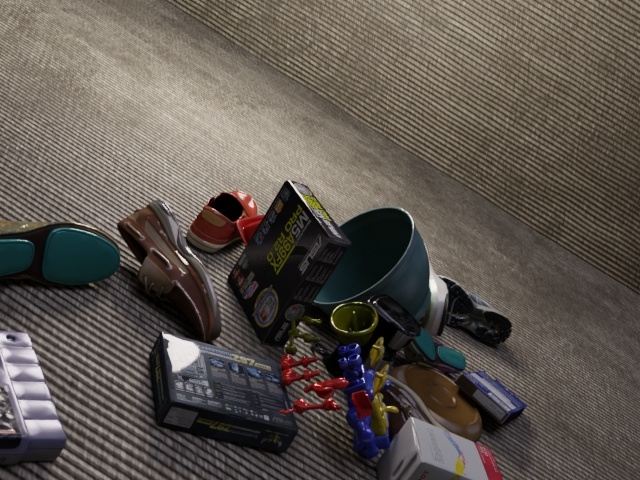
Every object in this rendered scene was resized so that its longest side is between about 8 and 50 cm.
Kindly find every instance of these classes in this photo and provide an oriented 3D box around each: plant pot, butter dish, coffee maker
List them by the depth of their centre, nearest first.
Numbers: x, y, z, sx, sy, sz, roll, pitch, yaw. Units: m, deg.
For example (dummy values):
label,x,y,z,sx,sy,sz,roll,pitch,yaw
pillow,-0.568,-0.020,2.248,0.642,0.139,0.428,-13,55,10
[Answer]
label,x,y,z,sx,sy,sz,roll,pitch,yaw
coffee maker,0.090,0.199,1.736,0.171,0.178,0.120,30,20,-3
plant pot,0.254,0.342,1.843,0.236,0.032,0.236,27,21,-11
plant pot,0.131,0.095,1.942,0.196,0.293,0.293,52,10,-29
butter dish,-0.093,0.000,1.963,0.160,0.118,0.160,65,26,4

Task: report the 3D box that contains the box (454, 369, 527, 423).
label,x,y,z,sx,sy,sz,roll,pitch,yaw
box,0.394,0.355,1.958,0.136,0.036,0.225,41,12,23

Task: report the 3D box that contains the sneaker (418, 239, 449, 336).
label,x,y,z,sx,sy,sz,roll,pitch,yaw
sneaker,0.187,0.087,2.188,0.182,0.158,0.410,8,24,-18

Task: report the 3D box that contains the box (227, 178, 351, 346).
label,x,y,z,sx,sy,sz,roll,pitch,yaw
box,-0.071,0.044,1.737,0.060,0.270,0.216,16,27,-37

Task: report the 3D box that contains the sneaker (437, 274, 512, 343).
label,x,y,z,sx,sy,sz,roll,pitch,yaw
sneaker,0.376,0.180,2.302,0.283,0.110,0.122,34,8,-11

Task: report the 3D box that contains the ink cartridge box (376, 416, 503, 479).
label,x,y,z,sx,sy,sz,roll,pitch,yaw
ink cartridge box,0.205,0.414,1.482,0.176,0.128,0.127,25,22,-16

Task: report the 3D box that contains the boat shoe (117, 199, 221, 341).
label,x,y,z,sx,sy,sz,roll,pitch,yaw
boat shoe,-0.292,0.068,1.636,0.116,0.123,0.324,-22,58,-23

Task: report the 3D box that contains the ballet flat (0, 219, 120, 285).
label,x,y,z,sx,sy,sz,roll,pitch,yaw
ballet flat,-0.503,0.012,1.460,0.123,0.123,0.349,44,24,29

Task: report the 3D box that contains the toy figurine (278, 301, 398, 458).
label,x,y,z,sx,sy,sz,roll,pitch,yaw
toy figurine,0.049,0.287,1.553,0.362,0.191,0.217,-93,166,-69

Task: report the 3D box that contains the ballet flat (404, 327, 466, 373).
label,x,y,z,sx,sy,sz,roll,pitch,yaw
ballet flat,0.242,0.257,1.943,0.221,0.079,0.076,31,45,-38

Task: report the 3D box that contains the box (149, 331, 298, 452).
label,x,y,z,sx,sy,sz,roll,pitch,yaw
box,-0.165,0.254,1.437,0.233,0.059,0.183,20,24,-26

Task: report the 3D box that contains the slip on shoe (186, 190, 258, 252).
label,x,y,z,sx,sy,sz,roll,pitch,yaw
slip on shoe,-0.214,-0.065,2.022,0.123,0.101,0.331,31,20,4

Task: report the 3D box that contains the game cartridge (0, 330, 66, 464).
label,x,y,z,sx,sy,sz,roll,pitch,yaw
game cartridge,-0.523,0.192,1.101,0.355,0.068,0.230,11,25,-41

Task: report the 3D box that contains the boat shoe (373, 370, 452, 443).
label,x,y,z,sx,sy,sz,roll,pitch,yaw
boat shoe,0.162,0.350,1.622,0.257,0.095,0.095,38,28,16
